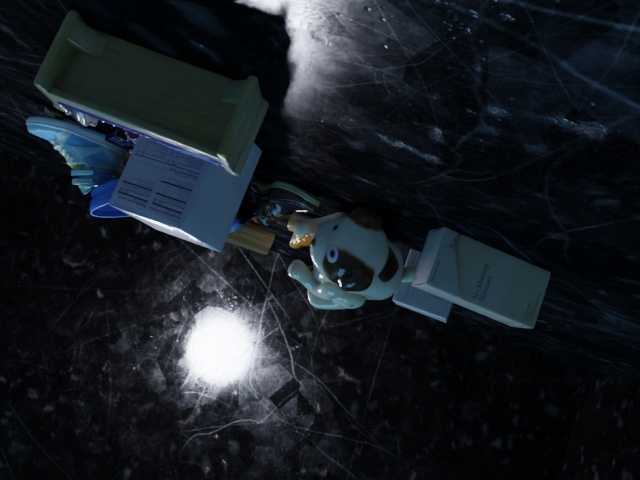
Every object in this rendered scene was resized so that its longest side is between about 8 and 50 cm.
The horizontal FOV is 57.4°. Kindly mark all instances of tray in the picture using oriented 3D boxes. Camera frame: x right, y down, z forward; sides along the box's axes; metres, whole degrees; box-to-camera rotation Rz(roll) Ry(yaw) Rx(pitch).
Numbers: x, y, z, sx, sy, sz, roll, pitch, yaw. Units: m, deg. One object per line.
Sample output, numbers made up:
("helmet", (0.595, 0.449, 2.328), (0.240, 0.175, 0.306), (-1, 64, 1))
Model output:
("tray", (-0.349, -0.076, 1.689), (0.410, 0.076, 0.202), (19, -173, -38))

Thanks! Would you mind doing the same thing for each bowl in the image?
("bowl", (-0.585, -0.158, 1.988), (0.390, 0.077, 0.391), (-13, 177, -1))

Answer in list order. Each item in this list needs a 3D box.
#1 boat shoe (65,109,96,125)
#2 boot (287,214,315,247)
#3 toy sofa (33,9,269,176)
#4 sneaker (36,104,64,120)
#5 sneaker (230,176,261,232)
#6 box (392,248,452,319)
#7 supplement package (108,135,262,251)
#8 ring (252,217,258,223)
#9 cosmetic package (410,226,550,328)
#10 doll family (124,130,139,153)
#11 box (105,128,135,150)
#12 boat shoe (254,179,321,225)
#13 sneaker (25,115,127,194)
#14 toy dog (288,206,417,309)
("boat shoe", (-0.554, -0.326, 1.321), (0.098, 0.116, 0.319), (19, 178, -16))
("boot", (0.000, -0.001, 2.075), (0.211, 0.104, 0.295), (20, 168, 9))
("toy sofa", (-0.286, -0.246, 1.037), (0.362, 0.150, 0.177), (21, 171, 2))
("sneaker", (-0.871, -0.406, 1.879), (0.083, 0.031, 0.035), (26, 171, -31))
("sneaker", (-0.213, -0.103, 1.538), (0.147, 0.330, 0.130), (-13, 117, 13))
("box", (0.347, 0.146, 1.875), (0.181, 0.181, 0.119), (18, 171, 17))
("supplement package", (-0.295, -0.144, 1.316), (0.197, 0.263, 0.199), (18, 171, 20))
("ring", (-0.386, -0.075, 2.042), (0.336, 0.032, 0.337), (8, 163, 3))
("cosmetic package", (0.410, 0.098, 1.500), (0.309, 0.160, 0.113), (21, 171, -9))
("doll family", (-0.467, -0.227, 1.719), (0.262, 0.119, 0.163), (22, 172, -10))
("box", (-0.614, -0.311, 1.865), (0.116, 0.029, 0.162), (26, 172, -30))
("boat shoe", (-0.130, -0.098, 1.693), (0.123, 0.123, 0.341), (28, 170, -40))
("sneaker", (-0.811, -0.269, 1.908), (0.318, 0.209, 0.127), (17, 176, -25))
("toy dog", (0.095, 0.065, 1.673), (0.395, 0.285, 0.408), (19, 170, 14))
